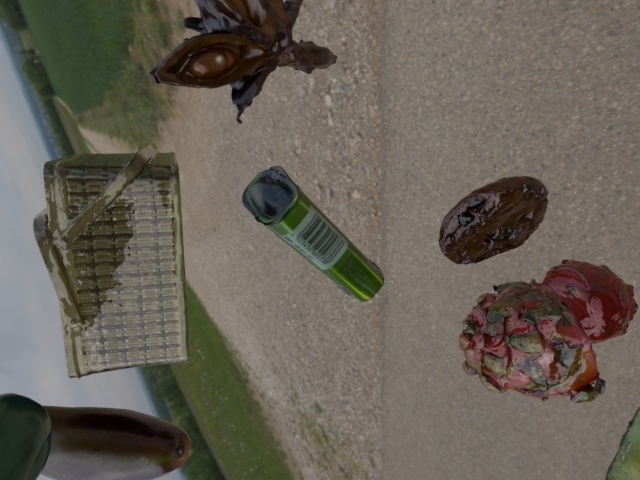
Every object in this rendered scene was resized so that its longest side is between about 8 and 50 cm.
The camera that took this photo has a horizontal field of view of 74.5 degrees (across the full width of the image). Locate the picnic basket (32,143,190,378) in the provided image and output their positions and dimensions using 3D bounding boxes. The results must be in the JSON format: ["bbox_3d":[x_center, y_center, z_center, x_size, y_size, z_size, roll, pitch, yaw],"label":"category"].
[{"bbox_3d":[-0.302,0.015,0.645,0.228,0.176,0.312,-141,50,-66],"label":"picnic basket"}]

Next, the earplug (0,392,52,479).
[{"bbox_3d":[-0.285,0.174,0.250,0.280,0.258,0.163,36,-131,-56],"label":"earplug"}]

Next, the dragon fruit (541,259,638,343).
[{"bbox_3d":[0.760,0.176,1.217,0.252,0.241,0.241,46,151,9],"label":"dragon fruit"}]

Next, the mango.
[{"bbox_3d":[-0.337,0.311,0.641,0.133,0.268,0.111,147,137,-69],"label":"mango"}]

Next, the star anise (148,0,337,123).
[{"bbox_3d":[-0.064,-0.196,0.362,0.054,0.212,0.157,5,127,44],"label":"star anise"}]

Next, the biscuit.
[{"bbox_3d":[0.288,-0.029,0.699,0.192,0.192,0.049,94,161,-44],"label":"biscuit"}]

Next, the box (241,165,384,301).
[{"bbox_3d":[0.000,0.000,0.820,0.134,0.097,0.345,40,178,45],"label":"box"}]

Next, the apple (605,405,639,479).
[{"bbox_3d":[0.500,0.253,0.501,0.193,0.265,0.120,17,146,53],"label":"apple"}]

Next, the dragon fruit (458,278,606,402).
[{"bbox_3d":[0.484,0.270,1.067,0.314,0.263,0.296,-73,-38,-81],"label":"dragon fruit"}]
